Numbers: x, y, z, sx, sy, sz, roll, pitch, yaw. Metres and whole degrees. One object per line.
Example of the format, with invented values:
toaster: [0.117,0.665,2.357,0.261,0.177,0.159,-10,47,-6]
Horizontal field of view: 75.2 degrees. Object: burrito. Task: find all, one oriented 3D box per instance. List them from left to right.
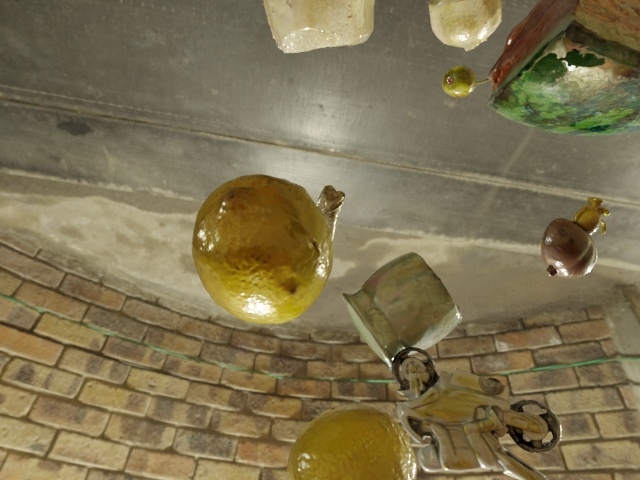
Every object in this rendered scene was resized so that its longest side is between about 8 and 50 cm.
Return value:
burrito: [0.000,0.000,1.025,0.082,0.059,0.276,26,114,19]

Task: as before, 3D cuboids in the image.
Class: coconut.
coconut: [-0.002,-0.829,1.353,0.403,0.405,0.405,3,138,2]
coconut: [0.385,-0.603,1.102,0.194,0.195,0.195,3,138,2]

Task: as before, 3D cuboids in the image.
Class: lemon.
lemon: [-0.100,0.018,0.745,0.260,0.261,0.284,0,123,5]
lemon: [0.073,0.483,0.889,0.310,0.254,0.254,-18,145,-26]

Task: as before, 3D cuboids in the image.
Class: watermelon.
watermelon: [0.397,-0.256,0.566,0.250,0.283,0.293,36,87,-10]

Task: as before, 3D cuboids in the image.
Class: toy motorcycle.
toy motorcycle: [0.189,0.244,0.556,0.228,0.151,0.074,21,168,22]

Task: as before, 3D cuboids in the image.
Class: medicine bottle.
medicine bottle: [0.123,0.111,0.664,0.143,0.147,0.147,-32,133,-4]

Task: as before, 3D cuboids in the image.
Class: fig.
fig: [0.446,-0.463,1.235,0.166,0.093,0.093,7,139,-16]

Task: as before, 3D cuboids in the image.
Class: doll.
doll: [0.557,0.002,0.906,0.188,0.096,0.145,-31,111,-16]
